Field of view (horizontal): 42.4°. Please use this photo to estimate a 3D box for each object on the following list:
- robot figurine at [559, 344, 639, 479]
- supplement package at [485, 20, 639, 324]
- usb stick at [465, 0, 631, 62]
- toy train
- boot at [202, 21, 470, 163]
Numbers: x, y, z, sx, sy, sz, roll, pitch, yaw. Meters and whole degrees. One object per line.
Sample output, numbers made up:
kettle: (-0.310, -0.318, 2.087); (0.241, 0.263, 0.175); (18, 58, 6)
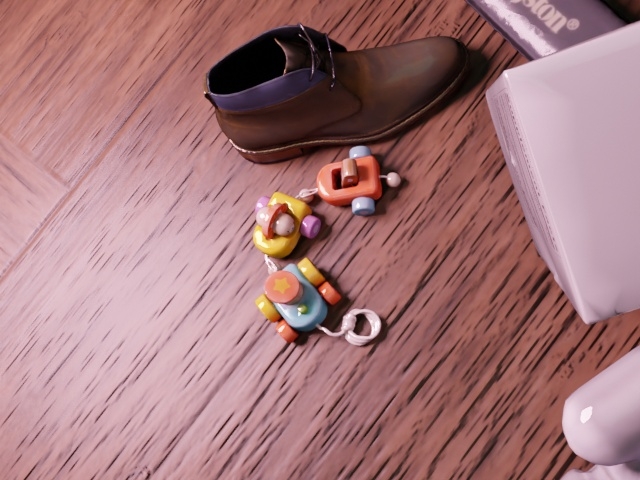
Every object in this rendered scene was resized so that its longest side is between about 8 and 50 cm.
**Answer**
robot figurine: (0.262, 0.156, 0.439); (0.353, 0.200, 0.300); (-41, 100, 6)
supplement package: (0.188, -0.056, 0.499); (0.139, 0.244, 0.133); (-19, 95, 11)
usb stick: (0.169, -0.204, 0.681); (0.077, 0.045, 0.278); (-39, 66, 4)
toy train: (0.000, 0.000, 0.668); (0.125, 0.046, 0.166); (-4, 71, 17)
boot: (0.012, -0.130, 0.674); (0.219, 0.106, 0.082); (-20, 67, 11)
